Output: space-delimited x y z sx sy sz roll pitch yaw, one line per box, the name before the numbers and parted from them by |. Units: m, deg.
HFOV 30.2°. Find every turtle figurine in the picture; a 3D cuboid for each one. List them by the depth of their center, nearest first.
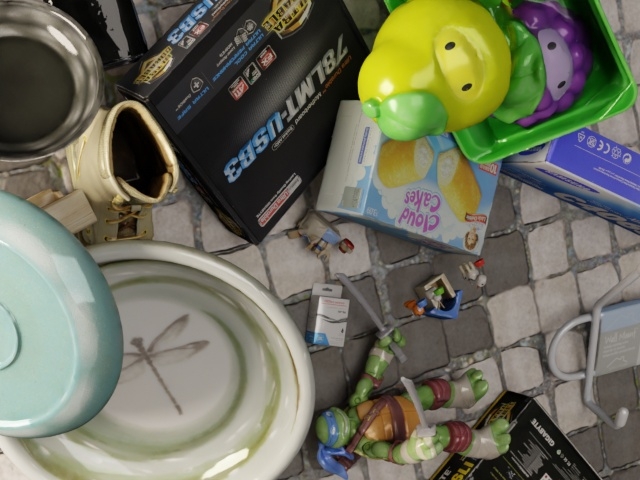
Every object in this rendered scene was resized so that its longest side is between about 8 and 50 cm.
turtle figurine | 0.140 0.209 1.607 0.266 0.198 0.274 6 102 -34

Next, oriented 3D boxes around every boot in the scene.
boot | -0.227 -0.037 1.418 0.095 0.203 0.261 -12 98 -25

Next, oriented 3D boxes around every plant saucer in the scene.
plant saucer | -0.370 0.092 1.320 0.317 0.318 0.043 64 28 -14
plant saucer | -0.205 0.161 1.441 0.401 0.100 0.400 0 117 0

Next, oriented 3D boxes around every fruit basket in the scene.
fruit basket | 0.200 -0.264 1.474 0.392 0.283 0.392 45 34 -42

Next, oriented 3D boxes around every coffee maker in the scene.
coffee maker | -0.284 -0.285 1.403 0.171 0.120 0.178 -39 115 -66

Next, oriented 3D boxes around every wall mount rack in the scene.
wall mount rack | 0.523 0.119 1.799 0.350 0.130 0.304 -12 119 -25

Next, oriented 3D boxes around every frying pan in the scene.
frying pan | -0.368 -0.123 1.297 0.197 0.053 0.326 28 70 -4

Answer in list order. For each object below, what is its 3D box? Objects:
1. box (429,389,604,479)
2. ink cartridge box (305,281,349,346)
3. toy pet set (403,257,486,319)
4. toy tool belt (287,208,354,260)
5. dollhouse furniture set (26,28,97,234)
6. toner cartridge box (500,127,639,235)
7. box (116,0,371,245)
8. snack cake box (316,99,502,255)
box | 0.308 0.424 1.772 0.257 0.079 0.322 -47 110 -15
ink cartridge box | 0.011 0.102 1.637 0.048 0.028 0.083 8 89 -26
toy pet set | 0.176 0.087 1.670 0.122 0.114 0.065 -32 96 -21
toy tool belt | 0.000 0.000 1.623 0.083 0.052 0.051 40 107 -19
dollhouse furniture set | -0.377 -0.106 1.366 0.212 0.161 0.242 -31 105 -21
toner cartridge box | 0.425 -0.086 1.756 0.348 0.165 0.075 21 83 -25
box | -0.071 -0.191 1.499 0.295 0.073 0.293 -49 136 -15
snack cake box | 0.125 -0.080 1.608 0.264 0.089 0.152 17 83 -46
